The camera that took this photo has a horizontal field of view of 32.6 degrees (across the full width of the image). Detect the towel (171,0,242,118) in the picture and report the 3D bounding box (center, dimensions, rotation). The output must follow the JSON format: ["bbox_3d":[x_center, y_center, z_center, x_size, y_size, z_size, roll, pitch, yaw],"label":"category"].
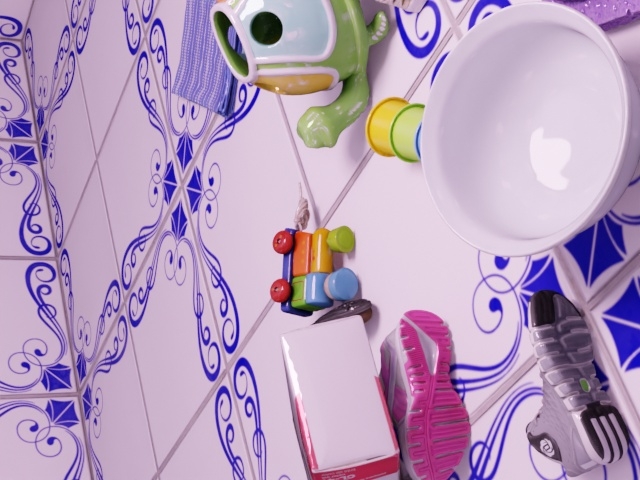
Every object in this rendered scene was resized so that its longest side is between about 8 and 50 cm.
[{"bbox_3d":[-0.254,-0.416,2.426,0.336,0.040,0.243,31,114,59],"label":"towel"}]

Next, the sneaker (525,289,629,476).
[{"bbox_3d":[0.282,0.184,1.346,0.132,0.086,0.228,-53,44,50],"label":"sneaker"}]

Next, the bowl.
[{"bbox_3d":[0.271,-0.124,1.300,0.298,0.134,0.297,-6,82,48],"label":"bowl"}]

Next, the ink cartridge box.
[{"bbox_3d":[0.031,0.286,1.629,0.306,0.131,0.226,87,168,-57],"label":"ink cartridge box"}]

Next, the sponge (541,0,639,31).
[{"bbox_3d":[0.343,-0.313,1.315,0.210,0.031,0.117,-7,81,63],"label":"sponge"}]

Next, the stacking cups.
[{"bbox_3d":[0.184,-0.132,1.548,0.316,0.096,0.096,29,114,56],"label":"stacking cups"}]

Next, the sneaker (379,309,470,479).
[{"bbox_3d":[0.143,0.235,1.597,0.111,0.103,0.252,136,136,-58],"label":"sneaker"}]

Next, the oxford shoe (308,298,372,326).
[{"bbox_3d":[0.029,0.165,1.843,0.096,0.083,0.227,59,142,8],"label":"oxford shoe"}]

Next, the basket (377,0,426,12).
[{"bbox_3d":[0.126,-0.445,1.652,0.167,0.103,0.113,-59,39,44],"label":"basket"}]

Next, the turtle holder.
[{"bbox_3d":[-0.043,-0.332,1.801,0.243,0.227,0.320,37,147,48],"label":"turtle holder"}]

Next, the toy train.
[{"bbox_3d":[0.000,0.000,1.884,0.143,0.105,0.248,-14,67,44],"label":"toy train"}]
